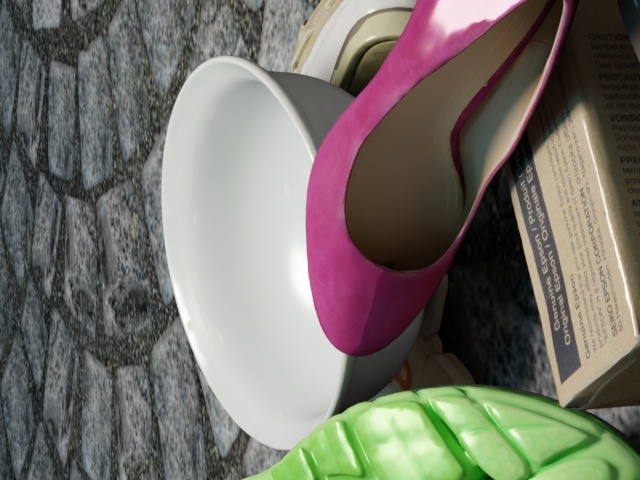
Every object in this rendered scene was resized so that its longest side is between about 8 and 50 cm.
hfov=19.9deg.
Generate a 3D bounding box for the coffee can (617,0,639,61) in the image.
[{"bbox_3d":[0.272,-0.131,0.678,0.275,0.202,0.201,-3,89,59],"label":"coffee can"}]

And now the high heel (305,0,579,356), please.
[{"bbox_3d":[0.054,-0.032,0.816,0.117,0.082,0.244,-106,36,-60],"label":"high heel"}]

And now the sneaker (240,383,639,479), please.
[{"bbox_3d":[0.065,0.196,1.299,0.483,0.202,0.185,-21,86,49],"label":"sneaker"}]

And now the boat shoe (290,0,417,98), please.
[{"bbox_3d":[0.030,-0.130,1.482,0.302,0.113,0.103,132,144,-57],"label":"boat shoe"}]

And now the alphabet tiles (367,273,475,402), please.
[{"bbox_3d":[0.048,0.092,1.509,0.284,0.021,0.278,-128,38,-47],"label":"alphabet tiles"}]

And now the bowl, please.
[{"bbox_3d":[0.000,0.000,1.383,0.298,0.134,0.297,32,128,55],"label":"bowl"}]

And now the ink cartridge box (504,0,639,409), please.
[{"bbox_3d":[0.209,-0.028,0.849,0.088,0.235,0.193,124,141,-57],"label":"ink cartridge box"}]
